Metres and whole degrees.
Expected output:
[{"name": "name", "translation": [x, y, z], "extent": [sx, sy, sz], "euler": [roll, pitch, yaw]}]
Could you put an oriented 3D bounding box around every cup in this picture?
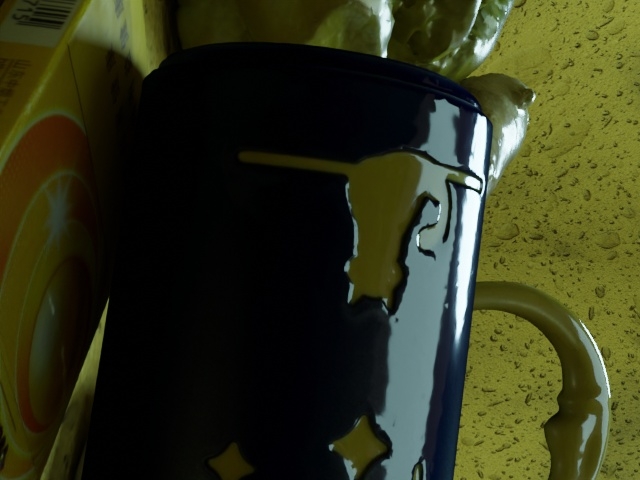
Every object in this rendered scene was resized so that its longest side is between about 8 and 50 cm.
[{"name": "cup", "translation": [0.011, 0.057, 0.489], "extent": [0.255, 0.178, 0.256], "euler": [12, 86, -50]}]

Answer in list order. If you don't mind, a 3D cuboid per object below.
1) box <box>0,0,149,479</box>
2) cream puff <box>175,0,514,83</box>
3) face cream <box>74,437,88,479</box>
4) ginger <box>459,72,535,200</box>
[{"name": "box", "translation": [-0.119, 0.003, 0.397], "extent": [0.269, 0.043, 0.152], "euler": [-78, 174, -45]}, {"name": "cream puff", "translation": [0.039, -0.223, 0.746], "extent": [0.324, 0.257, 0.291], "euler": [85, 8, -63]}, {"name": "face cream", "translation": [-0.091, 0.206, 0.708], "extent": [0.348, 0.081, 0.173], "euler": [78, 15, -72]}, {"name": "ginger", "translation": [0.052, 0.023, 0.773], "extent": [0.348, 0.122, 0.363], "euler": [-49, -163, 14]}]
